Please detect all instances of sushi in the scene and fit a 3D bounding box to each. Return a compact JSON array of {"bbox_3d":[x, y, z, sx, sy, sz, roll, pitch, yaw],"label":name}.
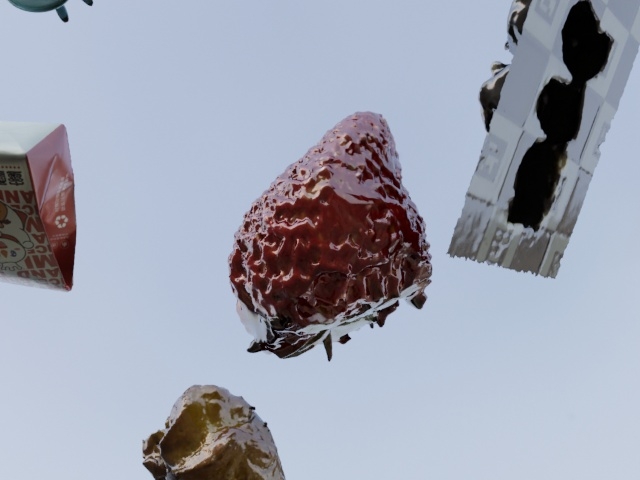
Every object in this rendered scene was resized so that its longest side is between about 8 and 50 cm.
[{"bbox_3d":[0.234,-0.156,0.968,0.100,0.296,0.373,22,-83,37],"label":"sushi"}]

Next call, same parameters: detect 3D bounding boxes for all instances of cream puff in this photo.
[{"bbox_3d":[-0.138,0.315,1.145,0.241,0.155,0.269,8,-54,48],"label":"cream puff"}]

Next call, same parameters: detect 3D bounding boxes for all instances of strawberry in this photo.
[{"bbox_3d":[0.003,-0.001,0.994,0.261,0.261,0.257,-30,-106,24],"label":"strawberry"}]

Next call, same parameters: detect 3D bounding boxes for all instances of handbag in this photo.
[{"bbox_3d":[-0.507,-0.042,1.412,0.171,0.151,0.298,4,-63,9],"label":"handbag"}]

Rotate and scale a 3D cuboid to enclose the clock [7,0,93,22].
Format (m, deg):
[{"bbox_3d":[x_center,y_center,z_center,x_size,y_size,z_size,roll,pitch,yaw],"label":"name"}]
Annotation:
[{"bbox_3d":[-0.368,-0.342,1.105,0.108,0.147,0.045,-27,-115,20],"label":"clock"}]
